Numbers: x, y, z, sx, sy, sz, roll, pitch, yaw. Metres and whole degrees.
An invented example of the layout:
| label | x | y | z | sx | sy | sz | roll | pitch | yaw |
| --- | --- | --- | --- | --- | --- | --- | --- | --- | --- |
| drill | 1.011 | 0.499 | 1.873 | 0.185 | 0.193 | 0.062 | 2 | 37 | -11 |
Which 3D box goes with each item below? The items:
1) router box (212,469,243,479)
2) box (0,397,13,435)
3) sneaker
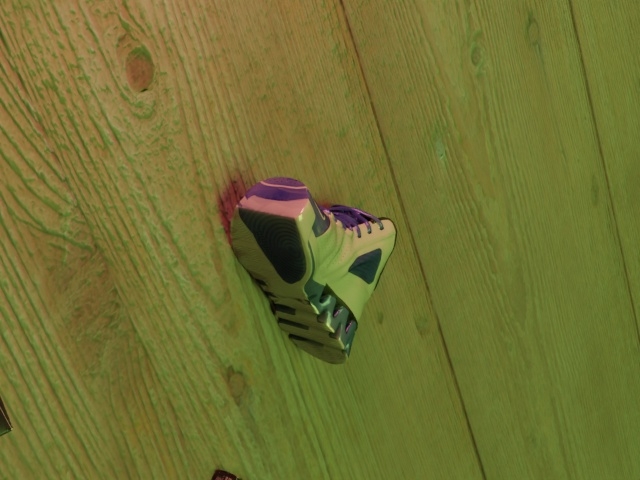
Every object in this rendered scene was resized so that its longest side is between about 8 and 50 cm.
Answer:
| label | x | y | z | sx | sy | sz | roll | pitch | yaw |
| --- | --- | --- | --- | --- | --- | --- | --- | --- | --- |
| router box | -0.123 | 0.373 | 2.117 | 0.092 | 0.038 | 0.122 | 41 | 69 | -51 |
| box | -0.443 | 0.157 | 1.480 | 0.247 | 0.142 | 0.163 | -24 | 93 | -37 |
| sneaker | 0.000 | 0.001 | 2.098 | 0.182 | 0.127 | 0.315 | -58 | 147 | -28 |
